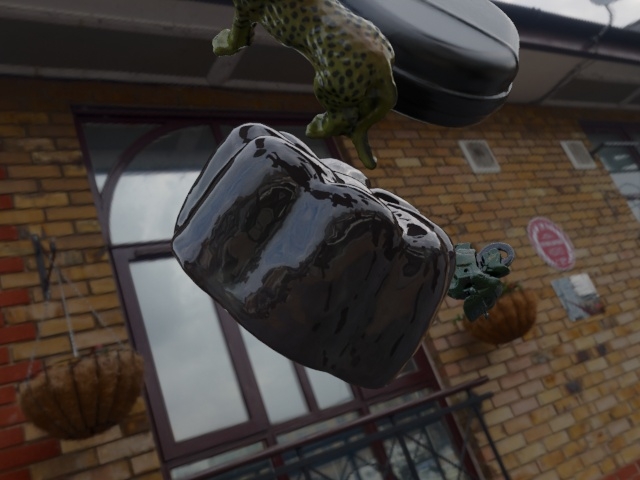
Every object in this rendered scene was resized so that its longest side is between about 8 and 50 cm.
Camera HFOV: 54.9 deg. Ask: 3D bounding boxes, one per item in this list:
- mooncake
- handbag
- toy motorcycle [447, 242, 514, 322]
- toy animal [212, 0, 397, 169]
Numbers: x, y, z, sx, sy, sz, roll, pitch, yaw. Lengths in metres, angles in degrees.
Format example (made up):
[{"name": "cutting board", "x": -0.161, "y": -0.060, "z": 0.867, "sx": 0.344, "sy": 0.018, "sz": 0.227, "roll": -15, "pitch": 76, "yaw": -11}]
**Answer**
[{"name": "mooncake", "x": 0.000, "y": 0.000, "z": 0.625, "sx": 0.306, "sy": 0.306, "sz": 0.154, "roll": 16, "pitch": -72, "yaw": -58}, {"name": "handbag", "x": 0.116, "y": -0.247, "z": 0.730, "sx": 0.093, "sy": 0.253, "sz": 0.308, "roll": -62, "pitch": 1, "yaw": 37}, {"name": "toy motorcycle", "x": 0.274, "y": 0.088, "z": 1.322, "sx": 0.274, "sy": 0.187, "sz": 0.125, "roll": -6, "pitch": -41, "yaw": 31}, {"name": "toy animal", "x": -0.004, "y": -0.131, "z": 0.411, "sx": 0.073, "sy": 0.181, "sz": 0.136, "roll": -45, "pitch": 4, "yaw": -14}]
